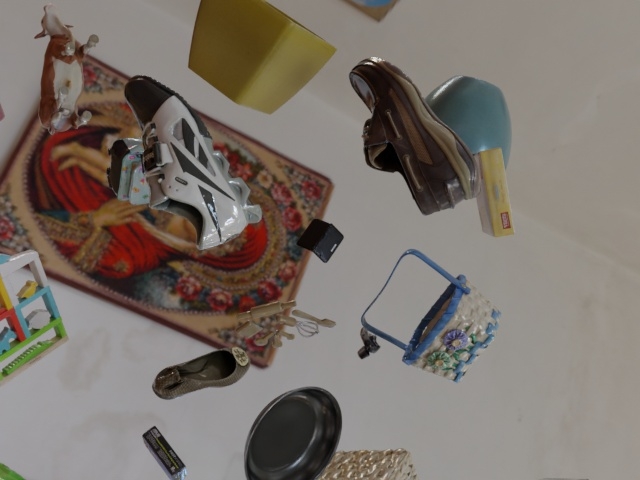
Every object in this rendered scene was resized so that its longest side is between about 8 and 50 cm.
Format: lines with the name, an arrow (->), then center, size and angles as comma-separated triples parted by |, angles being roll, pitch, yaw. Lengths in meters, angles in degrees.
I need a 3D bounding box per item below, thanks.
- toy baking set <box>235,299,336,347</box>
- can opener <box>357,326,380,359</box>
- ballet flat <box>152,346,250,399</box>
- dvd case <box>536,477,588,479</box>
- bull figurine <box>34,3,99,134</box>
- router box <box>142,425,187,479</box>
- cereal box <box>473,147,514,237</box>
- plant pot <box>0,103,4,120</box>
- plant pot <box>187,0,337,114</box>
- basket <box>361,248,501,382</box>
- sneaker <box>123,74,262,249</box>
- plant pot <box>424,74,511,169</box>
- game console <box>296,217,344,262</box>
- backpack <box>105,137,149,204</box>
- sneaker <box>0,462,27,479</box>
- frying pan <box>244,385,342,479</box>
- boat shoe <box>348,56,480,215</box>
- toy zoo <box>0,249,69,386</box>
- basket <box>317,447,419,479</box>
toy baking set -> -0.098, 0.221, 1.884 | 0.256, 0.197, 0.030 | -17, -129, 14
can opener -> 0.134, 0.287, 2.033 | 0.073, 0.059, 0.186 | -26, -170, 6
ballet flat -> -0.234, 0.265, 1.440 | 0.084, 0.250, 0.058 | 50, -56, 25
dvd case -> 0.455, 0.468, 1.341 | 0.087, 0.119, 0.013 | -12, -106, 33
bull figurine -> -0.611, -0.408, 1.665 | 0.188, 0.101, 0.310 | 7, -84, 50
router box -> -0.357, 0.494, 1.602 | 0.038, 0.122, 0.092 | -35, 159, -26
cereal box -> 0.355, -0.098, 1.452 | 0.240, 0.047, 0.173 | -28, 108, -82
plant pot -> -0.861, -0.343, 1.610 | 0.201, 0.201, 0.180 | -99, 178, -66
plant pot -> -0.132, -0.371, 1.368 | 0.187, 0.212, 0.212 | -56, 161, 15
basket -> 0.270, 0.182, 1.684 | 0.254, 0.289, 0.201 | -62, 171, 32
sneaker -> -0.253, -0.131, 1.190 | 0.146, 0.330, 0.122 | -38, 179, -27
plant pot -> 0.383, -0.322, 1.849 | 0.290, 0.290, 0.195 | -145, -107, -75
game console -> 0.000, 0.000, 2.356 | 0.071, 0.107, 0.122 | -2, -131, 57
backpack -> -0.453, -0.188, 1.856 | 0.144, 0.188, 0.166 | 43, -47, 30
sneaker -> -0.400, 0.392, 0.833 | 0.202, 0.185, 0.483 | -50, -160, -28
frying pan -> -0.066, 0.387, 1.139 | 0.053, 0.197, 0.326 | 22, -84, 48
boat shoe -> 0.129, -0.184, 1.194 | 0.130, 0.132, 0.355 | -32, -126, -2
toy zoo -> -0.683, 0.153, 1.544 | 0.192, 0.030, 0.293 | -40, 133, -43
basket -> 0.043, 0.653, 1.523 | 0.328, 0.266, 0.331 | -13, -170, 32
